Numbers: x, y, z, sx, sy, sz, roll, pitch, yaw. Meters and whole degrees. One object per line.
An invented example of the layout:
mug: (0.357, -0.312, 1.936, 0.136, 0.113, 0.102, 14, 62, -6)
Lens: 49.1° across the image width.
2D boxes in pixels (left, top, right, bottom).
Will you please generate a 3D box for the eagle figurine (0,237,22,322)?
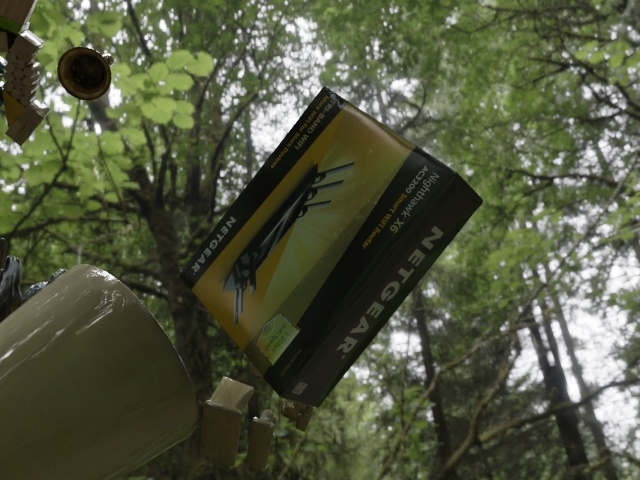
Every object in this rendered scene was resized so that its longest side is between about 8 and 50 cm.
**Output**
eagle figurine: (-0.503, 0.148, 1.125, 0.226, 0.225, 0.298, -14, -52, 13)

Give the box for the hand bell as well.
hand bell: (-0.555, -0.438, 1.745, 0.126, 0.242, 0.126, 0, -66, -1)

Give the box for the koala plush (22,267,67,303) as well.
koala plush: (-0.596, 0.172, 1.605, 0.196, 0.203, 0.221, -30, -49, 8)

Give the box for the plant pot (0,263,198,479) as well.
plant pot: (-0.326, 0.201, 0.786, 0.274, 0.256, 0.256, -35, -13, -39)

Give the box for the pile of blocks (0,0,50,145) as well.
pile of blocks: (-0.652, -0.389, 1.472, 0.149, 0.112, 0.362, 2, -69, -11)

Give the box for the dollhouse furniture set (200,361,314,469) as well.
dollhouse furniture set: (-0.085, 0.262, 1.084, 0.144, 0.151, 0.123, 19, -52, 9)

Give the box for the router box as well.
router box: (0.000, 0.000, 0.837, 0.309, 0.243, 0.081, -52, -39, 4)
